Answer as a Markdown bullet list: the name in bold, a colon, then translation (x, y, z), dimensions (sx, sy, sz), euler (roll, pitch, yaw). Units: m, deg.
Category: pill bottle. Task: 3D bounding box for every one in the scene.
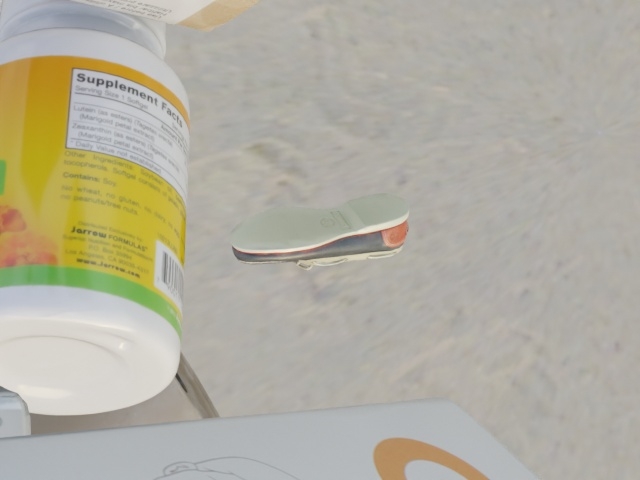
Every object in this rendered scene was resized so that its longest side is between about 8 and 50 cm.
- **pill bottle**: translation (-0.145, -0.036, 1.000), dimensions (0.136, 0.136, 0.245), euler (-6, 60, 9)

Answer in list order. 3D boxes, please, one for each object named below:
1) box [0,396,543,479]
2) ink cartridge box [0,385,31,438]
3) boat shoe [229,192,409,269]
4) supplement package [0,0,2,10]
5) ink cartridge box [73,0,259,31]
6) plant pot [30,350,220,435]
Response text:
- **box**: translation (-0.034, 0.171, 0.390), dimensions (0.215, 0.345, 0.168), euler (43, 114, 30)
- **ink cartridge box**: translation (-0.210, 0.196, 0.572), dimensions (0.239, 0.060, 0.275), euler (-4, 92, -22)
- **boat shoe**: translation (0.000, 0.000, 1.249), dimensions (0.137, 0.049, 0.043), euler (-11, 135, -19)
- **supplement package**: translation (-0.379, -0.098, 1.449), dimensions (0.199, 0.263, 0.198), euler (-2, 99, 39)
- **ink cartridge box**: translation (-0.140, -0.234, 0.946), dimensions (0.088, 0.235, 0.193), euler (-26, 63, 46)
- **plant pot**: translation (-0.240, 0.189, 1.523), dimensions (0.280, 0.323, 0.323), euler (-33, 88, 0)
